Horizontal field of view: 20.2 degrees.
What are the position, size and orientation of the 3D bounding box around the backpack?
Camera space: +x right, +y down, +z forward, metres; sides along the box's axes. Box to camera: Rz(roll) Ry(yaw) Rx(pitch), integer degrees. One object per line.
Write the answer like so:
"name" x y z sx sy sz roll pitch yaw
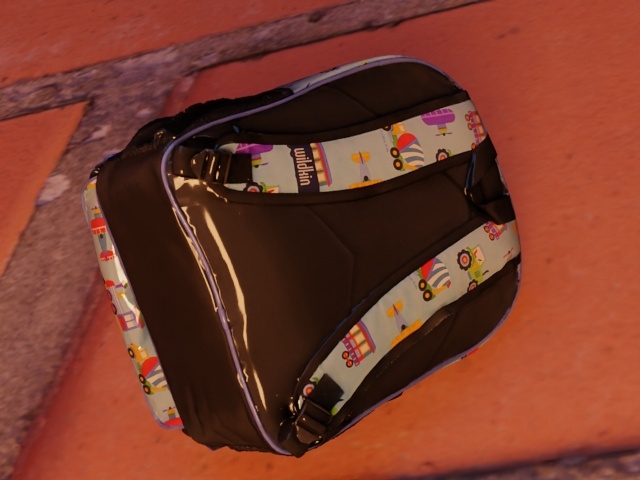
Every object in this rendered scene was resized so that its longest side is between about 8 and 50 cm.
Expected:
"backpack" 0.000 0.000 0.816 0.173 0.158 0.117 -26 9 -33
